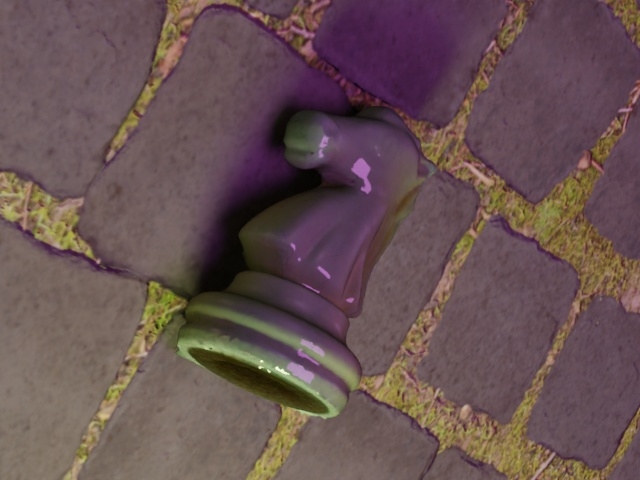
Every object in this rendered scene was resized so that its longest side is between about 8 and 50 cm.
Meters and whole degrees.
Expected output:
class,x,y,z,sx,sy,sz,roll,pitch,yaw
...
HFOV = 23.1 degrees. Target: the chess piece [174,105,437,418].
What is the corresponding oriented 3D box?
class,x,y,z,sx,sy,sz,roll,pitch,yaw
chess piece,0.000,0.000,1.445,0.176,0.176,0.298,44,65,-47
